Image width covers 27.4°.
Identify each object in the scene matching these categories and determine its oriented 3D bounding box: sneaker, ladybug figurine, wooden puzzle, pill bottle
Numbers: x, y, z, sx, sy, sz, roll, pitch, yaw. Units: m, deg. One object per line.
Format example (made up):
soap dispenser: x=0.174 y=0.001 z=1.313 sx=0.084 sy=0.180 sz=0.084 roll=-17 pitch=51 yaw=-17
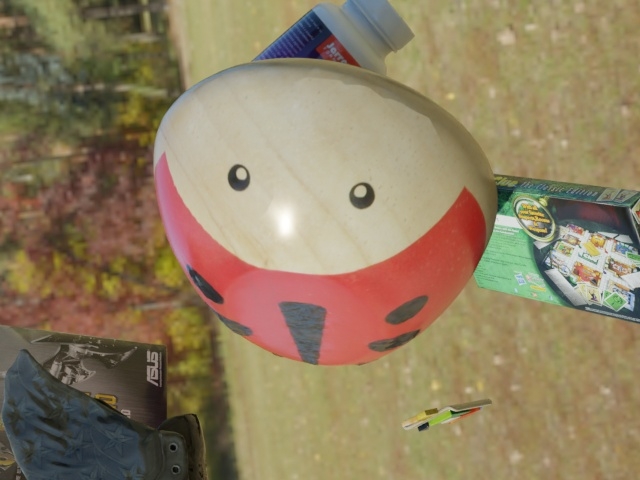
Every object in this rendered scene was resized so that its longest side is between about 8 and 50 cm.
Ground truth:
sneaker: x=-0.064 y=0.115 z=0.564 sx=0.051 sy=0.170 sz=0.089 roll=87 pitch=-160 yaw=-78
ladybug figurine: x=0.000 y=0.000 z=1.164 sx=0.449 sy=0.305 sz=0.162 roll=74 pitch=-157 yaw=-67
wooden puzzle: x=0.129 y=0.179 z=1.338 sx=0.078 sy=0.116 sz=0.014 roll=-32 pitch=70 yaw=47
pill bottle: x=0.001 y=-0.180 z=1.370 sx=0.108 sy=0.193 sz=0.108 roll=48 pitch=-174 yaw=-7

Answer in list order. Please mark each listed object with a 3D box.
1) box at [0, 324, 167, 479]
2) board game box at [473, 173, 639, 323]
box: x=-0.238 y=0.180 z=1.248 sx=0.231 sy=0.183 sz=0.056 roll=-99 pitch=22 yaw=-54
board game box: x=0.223 y=0.004 z=1.258 sx=0.259 sy=0.030 sz=0.136 roll=13 pitch=135 yaw=54
